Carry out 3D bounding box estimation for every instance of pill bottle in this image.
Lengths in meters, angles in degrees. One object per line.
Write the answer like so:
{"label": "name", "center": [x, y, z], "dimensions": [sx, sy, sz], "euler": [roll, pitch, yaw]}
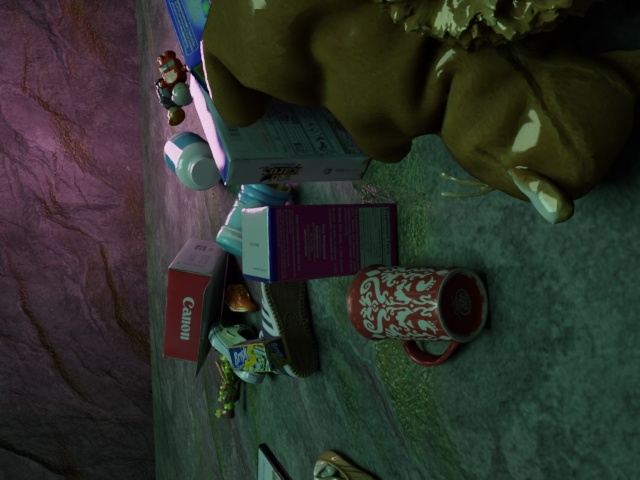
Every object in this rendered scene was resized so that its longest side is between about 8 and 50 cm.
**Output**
{"label": "pill bottle", "center": [-0.385, -0.241, 1.558], "dimensions": [0.264, 0.146, 0.146], "euler": [40, 127, 55]}

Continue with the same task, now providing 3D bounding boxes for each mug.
{"label": "mug", "center": [0.142, 0.093, 0.686], "dimensions": [0.169, 0.150, 0.113], "euler": [-11, 47, 58]}

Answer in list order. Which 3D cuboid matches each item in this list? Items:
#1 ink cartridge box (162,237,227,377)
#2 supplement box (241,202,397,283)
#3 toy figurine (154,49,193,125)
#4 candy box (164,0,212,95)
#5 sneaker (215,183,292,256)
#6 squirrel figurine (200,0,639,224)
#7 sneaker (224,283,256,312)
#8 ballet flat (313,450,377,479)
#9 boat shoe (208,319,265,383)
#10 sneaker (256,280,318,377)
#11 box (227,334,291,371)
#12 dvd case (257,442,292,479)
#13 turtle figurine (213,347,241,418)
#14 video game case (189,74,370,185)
{"label": "ink cartridge box", "center": [-0.372, 0.192, 1.482], "dimensions": [0.272, 0.130, 0.310], "euler": [-82, 3, -66]}
{"label": "supplement box", "center": [0.000, 0.000, 0.788], "dimensions": [0.111, 0.220, 0.114], "euler": [2, 93, 61]}
{"label": "toy figurine", "center": [-0.338, -0.420, 1.393], "dimensions": [0.148, 0.213, 0.209], "euler": [66, 152, 4]}
{"label": "candy box", "center": [-0.075, -0.390, 0.807], "dimensions": [0.317, 0.122, 0.268], "euler": [-31, 54, 10]}
{"label": "sneaker", "center": [-0.139, -0.052, 1.175], "dimensions": [0.319, 0.127, 0.208], "euler": [142, 152, -81]}
{"label": "squirrel figurine", "center": [0.106, -0.184, 0.426], "dimensions": [0.370, 0.281, 0.397], "euler": [40, 165, 11]}
{"label": "sneaker", "center": [-0.224, 0.158, 1.393], "dimensions": [0.175, 0.064, 0.067], "euler": [18, 99, 57]}
{"label": "ballet flat", "center": [0.028, 0.444, 0.938], "dimensions": [0.232, 0.073, 0.080], "euler": [-22, 73, 61]}
{"label": "boat shoe", "center": [-0.211, 0.277, 1.364], "dimensions": [0.302, 0.109, 0.094], "euler": [28, 93, 54]}
{"label": "sneaker", "center": [-0.096, 0.162, 1.113], "dimensions": [0.153, 0.099, 0.282], "euler": [-30, 70, 57]}
{"label": "box", "center": [-0.130, 0.236, 1.048], "dimensions": [0.169, 0.054, 0.059], "euler": [-21, 84, 53]}
{"label": "dvd case", "center": [-0.103, 0.650, 1.261], "dimensions": [0.253, 0.022, 0.180], "euler": [19, 110, 60]}
{"label": "turtle figurine", "center": [-0.269, 0.389, 1.475], "dimensions": [0.269, 0.087, 0.217], "euler": [-125, 36, -61]}
{"label": "video game case", "center": [-0.078, -0.208, 0.883], "dimensions": [0.061, 0.244, 0.270], "euler": [111, 144, -45]}
